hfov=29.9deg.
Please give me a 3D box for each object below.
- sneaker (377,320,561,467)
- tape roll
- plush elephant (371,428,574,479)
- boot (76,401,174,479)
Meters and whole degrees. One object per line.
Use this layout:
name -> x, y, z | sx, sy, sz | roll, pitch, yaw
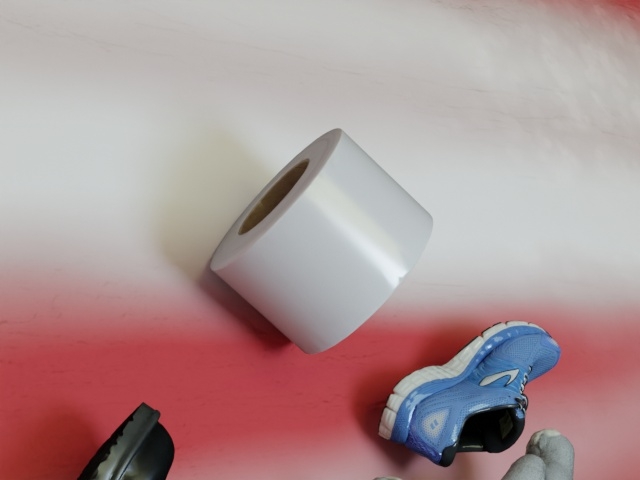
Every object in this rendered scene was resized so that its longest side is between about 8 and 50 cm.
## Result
sneaker -> 0.232, 0.223, 1.648 | 0.330, 0.130, 0.147 | -25, 51, -39
tape roll -> 0.000, 0.000, 1.529 | 0.169, 0.246, 0.246 | 42, 46, -13
plush elephant -> 0.169, 0.389, 1.468 | 0.255, 0.272, 0.330 | 11, 13, 6
boot -> -0.168, 0.370, 1.244 | 0.260, 0.131, 0.348 | 31, 59, -14
